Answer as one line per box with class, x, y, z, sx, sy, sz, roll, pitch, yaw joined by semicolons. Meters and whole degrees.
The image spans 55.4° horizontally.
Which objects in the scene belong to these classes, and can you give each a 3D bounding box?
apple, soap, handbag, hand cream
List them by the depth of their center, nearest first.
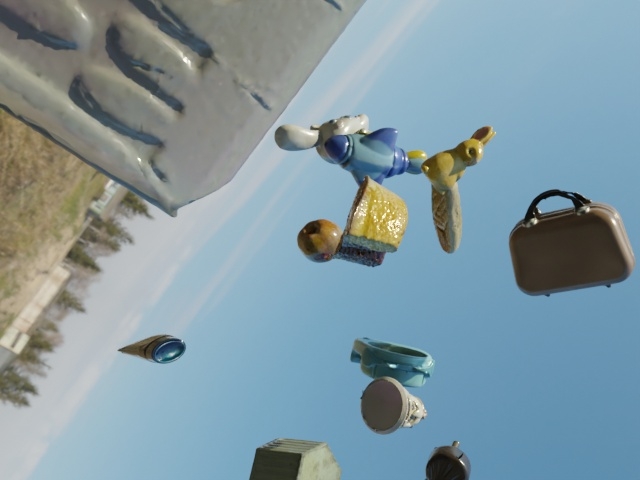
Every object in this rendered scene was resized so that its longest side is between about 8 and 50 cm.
soap;-0.156;-0.282;0.645;0.435;0.350;0.213;-50;-159;2
hand cream;-0.426;0.271;1.549;0.120;0.061;0.270;-20;-174;-32
apple;0.001;-0.002;1.622;0.126;0.102;0.126;-21;-146;15
handbag;0.656;-0.005;1.632;0.302;0.283;0.149;-15;-169;33

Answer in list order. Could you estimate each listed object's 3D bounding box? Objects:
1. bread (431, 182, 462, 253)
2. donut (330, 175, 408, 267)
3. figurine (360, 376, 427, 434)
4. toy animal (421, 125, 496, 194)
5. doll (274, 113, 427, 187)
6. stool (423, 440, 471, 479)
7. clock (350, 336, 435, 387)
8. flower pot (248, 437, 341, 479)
bread;0.288;-0.070;1.380;0.053;0.214;0.073;-27;-148;-24
donut;0.104;-0.033;1.194;0.295;0.112;0.151;121;-8;-78
figurine;0.182;0.392;1.428;0.132;0.154;0.132;-17;-117;36
toy animal;0.278;-0.167;1.200;0.159;0.083;0.070;-35;-125;13
doll;0.113;-0.275;1.758;0.366;0.187;0.376;32;-128;32
stool;0.362;0.686;1.792;0.217;0.125;0.121;-61;170;16
clock;0.210;0.356;1.760;0.274;0.224;0.094;-161;-97;-84
flower pot;-0.074;0.708;1.798;0.190;0.239;0.209;-8;-156;35
